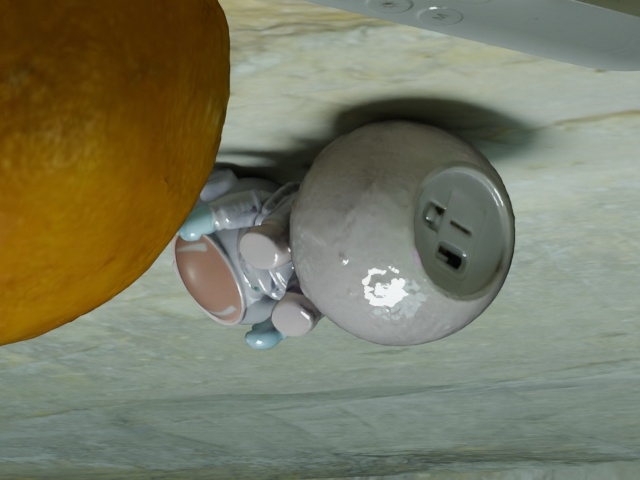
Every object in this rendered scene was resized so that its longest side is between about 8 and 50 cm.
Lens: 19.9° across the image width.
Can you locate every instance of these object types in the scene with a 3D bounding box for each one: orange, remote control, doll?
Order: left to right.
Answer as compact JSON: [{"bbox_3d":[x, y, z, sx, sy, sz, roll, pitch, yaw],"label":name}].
[{"bbox_3d":[-0.166,-0.074,0.728,0.261,0.261,0.261,3,165,1],"label":"orange"},{"bbox_3d":[0.000,0.000,1.209,0.151,0.151,0.287,14,168,-36],"label":"doll"},{"bbox_3d":[0.085,-0.124,0.932,0.245,0.022,0.077,11,165,-24],"label":"remote control"}]
